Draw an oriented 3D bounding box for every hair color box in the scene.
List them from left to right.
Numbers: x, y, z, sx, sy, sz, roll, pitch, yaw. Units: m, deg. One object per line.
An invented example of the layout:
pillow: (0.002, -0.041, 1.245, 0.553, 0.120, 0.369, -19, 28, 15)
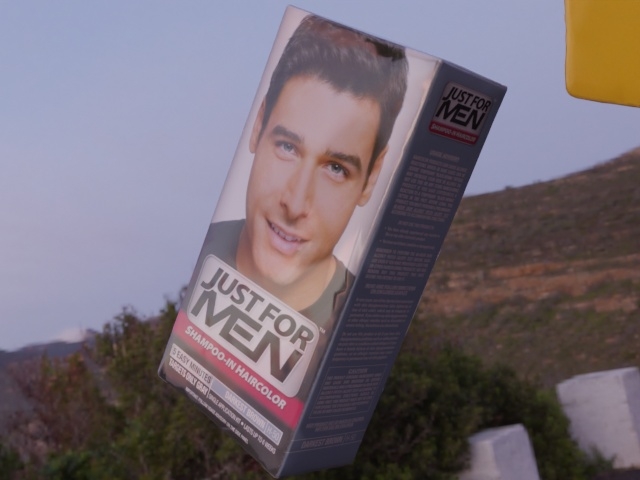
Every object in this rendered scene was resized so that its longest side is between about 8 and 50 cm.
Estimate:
hair color box: (0.000, 0.000, 0.786, 0.185, 0.374, 0.114, 30, 14, 38)

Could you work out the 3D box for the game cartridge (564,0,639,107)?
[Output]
game cartridge: (0.210, -0.198, 0.325, 0.053, 0.323, 0.285, -23, 27, -28)
